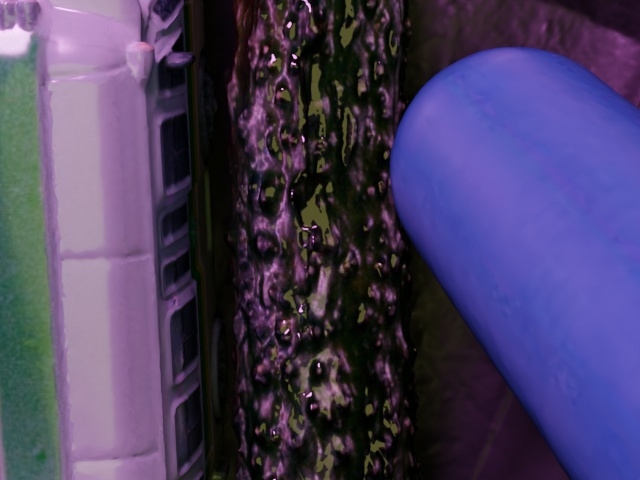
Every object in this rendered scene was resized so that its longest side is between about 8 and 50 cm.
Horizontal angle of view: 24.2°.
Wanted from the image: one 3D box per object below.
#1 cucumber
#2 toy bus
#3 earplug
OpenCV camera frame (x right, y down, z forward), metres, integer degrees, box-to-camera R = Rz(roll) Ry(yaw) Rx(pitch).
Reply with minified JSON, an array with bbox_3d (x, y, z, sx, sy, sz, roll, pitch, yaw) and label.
[{"bbox_3d":[0.000,0.000,0.688,0.096,0.096,0.359,-2,101,3],"label":"cucumber"},{"bbox_3d":[-0.113,-0.003,0.658,0.133,0.165,0.276,-2,102,2],"label":"toy bus"},{"bbox_3d":[0.116,0.020,0.574,0.132,0.273,0.132,-16,132,-19],"label":"earplug"}]
